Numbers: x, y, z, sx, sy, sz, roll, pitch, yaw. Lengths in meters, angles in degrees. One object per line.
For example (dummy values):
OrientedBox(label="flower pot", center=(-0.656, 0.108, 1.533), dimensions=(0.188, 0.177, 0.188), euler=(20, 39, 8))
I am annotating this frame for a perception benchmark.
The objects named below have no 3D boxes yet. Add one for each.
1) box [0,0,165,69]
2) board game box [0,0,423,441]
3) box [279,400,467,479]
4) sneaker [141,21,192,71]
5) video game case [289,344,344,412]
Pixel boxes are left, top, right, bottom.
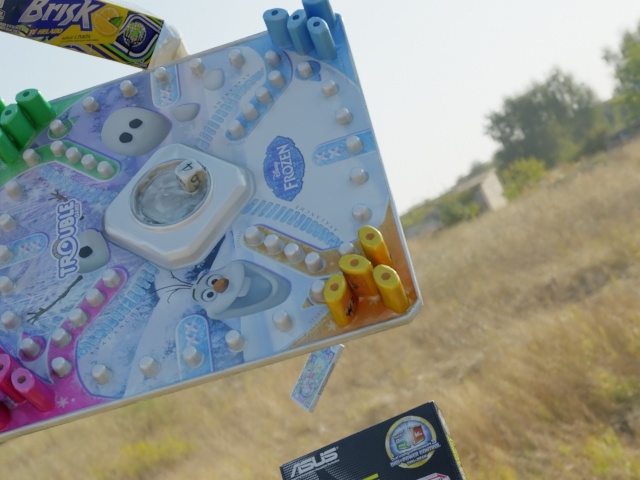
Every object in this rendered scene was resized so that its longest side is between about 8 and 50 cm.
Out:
OrientedBox(label="box", center=(-0.234, -0.208, 0.967), dimensions=(0.169, 0.059, 0.054), euler=(8, -70, -44))
OrientedBox(label="board game box", center=(-0.137, -0.043, 0.959), dimensions=(0.389, 0.390, 0.050), euler=(-17, -38, 6))
OrientedBox(label="box", center=(0.091, 0.395, 1.583), dimensions=(0.270, 0.216, 0.060), euler=(-24, -32, 10))
OrientedBox(label="sneaker", center=(-0.198, -0.246, 1.561), dimensions=(0.232, 0.115, 0.090), euler=(105, -174, -74))
OrientedBox(label="video game case", center=(-0.006, 0.220, 1.750), dimensions=(0.122, 0.011, 0.087), euler=(-64, 24, -2))
